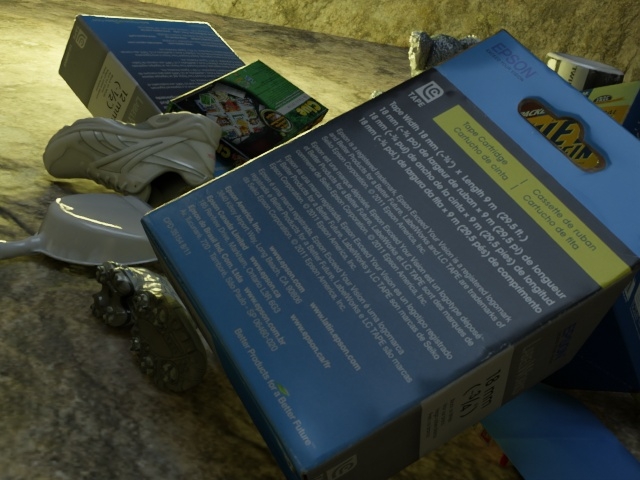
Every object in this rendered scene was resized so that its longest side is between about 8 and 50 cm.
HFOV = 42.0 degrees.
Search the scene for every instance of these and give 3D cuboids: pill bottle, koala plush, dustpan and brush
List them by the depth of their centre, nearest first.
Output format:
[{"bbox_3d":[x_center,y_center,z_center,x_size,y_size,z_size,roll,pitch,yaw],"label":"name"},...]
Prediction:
[{"bbox_3d":[-0.260,-0.004,0.849,0.211,0.060,0.147,4,20,-40],"label":"dustpan and brush"},{"bbox_3d":[0.400,-0.177,1.385,0.130,0.246,0.130,12,20,-4],"label":"pill bottle"},{"bbox_3d":[0.226,-0.298,1.629,0.196,0.221,0.203,2,23,-27],"label":"koala plush"}]

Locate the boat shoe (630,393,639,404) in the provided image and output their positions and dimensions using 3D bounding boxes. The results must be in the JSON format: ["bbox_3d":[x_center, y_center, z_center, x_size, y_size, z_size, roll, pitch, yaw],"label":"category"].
[{"bbox_3d":[0.433,0.156,0.773,0.285,0.105,0.089,2,25,2],"label":"boat shoe"}]

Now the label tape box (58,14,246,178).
[{"bbox_3d":[-0.181,-0.181,1.218,0.249,0.115,0.348,-13,55,-48],"label":"label tape box"}]

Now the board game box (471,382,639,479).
[{"bbox_3d":[0.185,0.171,0.673,0.133,0.033,0.169,7,26,-28],"label":"board game box"}]

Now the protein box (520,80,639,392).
[{"bbox_3d":[0.232,-0.003,0.771,0.136,0.200,0.201,-4,35,39],"label":"protein box"}]

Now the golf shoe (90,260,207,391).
[{"bbox_3d":[-0.127,0.067,0.717,0.086,0.069,0.176,4,23,-39],"label":"golf shoe"}]

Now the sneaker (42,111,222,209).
[{"bbox_3d":[-0.235,-0.087,1.013,0.232,0.115,0.090,-5,-18,15],"label":"sneaker"}]

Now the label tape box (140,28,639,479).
[{"bbox_3d":[0.073,0.010,0.622,0.333,0.106,0.241,-28,56,-13],"label":"label tape box"}]

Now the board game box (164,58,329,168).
[{"bbox_3d":[-0.094,-0.178,1.160,0.136,0.030,0.259,35,32,7],"label":"board game box"}]
